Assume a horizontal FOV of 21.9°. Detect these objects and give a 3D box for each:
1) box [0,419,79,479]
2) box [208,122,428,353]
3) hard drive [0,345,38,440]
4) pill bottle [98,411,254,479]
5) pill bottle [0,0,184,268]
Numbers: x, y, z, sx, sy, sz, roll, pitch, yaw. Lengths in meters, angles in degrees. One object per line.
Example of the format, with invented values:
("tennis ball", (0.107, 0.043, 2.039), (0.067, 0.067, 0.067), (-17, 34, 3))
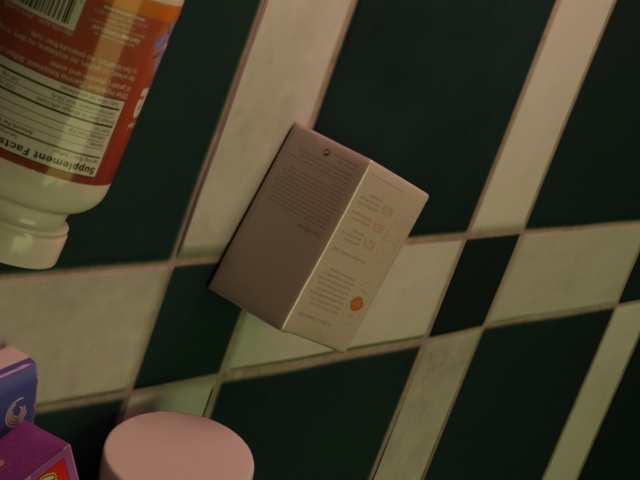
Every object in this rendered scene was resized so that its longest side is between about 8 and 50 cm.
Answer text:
("box", (-0.256, 0.311, 1.282), (0.201, 0.057, 0.293), (-37, 134, -36))
("box", (0.000, 0.000, 1.500), (0.170, 0.091, 0.130), (-61, 150, 1))
("hard drive", (-0.343, 0.220, 1.208), (0.319, 0.040, 0.210), (-23, 132, -49))
("pill bottle", (-0.145, 0.302, 1.476), (0.162, 0.162, 0.278), (-22, 132, -46))
("pill bottle", (-0.183, -0.096, 1.116), (0.121, 0.121, 0.216), (5, 112, -57))
